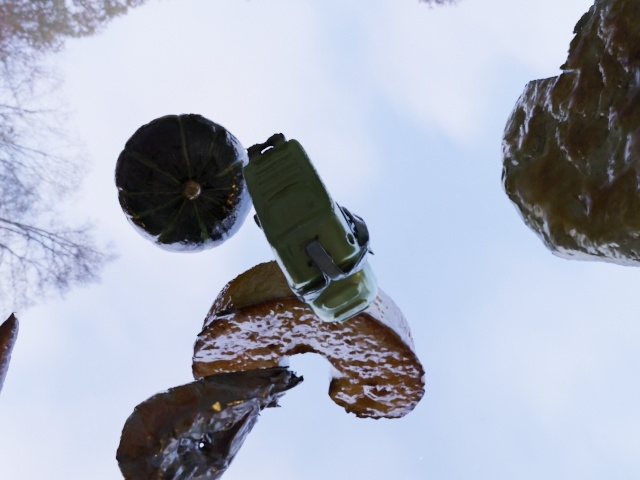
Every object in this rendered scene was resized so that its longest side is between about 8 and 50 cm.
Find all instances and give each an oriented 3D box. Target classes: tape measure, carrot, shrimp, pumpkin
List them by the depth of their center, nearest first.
[{"bbox_3d":[0.000,0.000,0.577,0.106,0.175,0.200,-31,-136,2],"label":"tape measure"},{"bbox_3d":[-0.444,0.203,0.697,0.057,0.057,0.224,6,-109,19],"label":"carrot"},{"bbox_3d":[-0.146,0.278,0.792,0.062,0.316,0.164,7,-76,48],"label":"shrimp"},{"bbox_3d":[-0.308,-0.131,1.219,0.323,0.323,0.241,-52,-149,-4],"label":"pumpkin"}]

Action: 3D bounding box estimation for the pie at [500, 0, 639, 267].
[{"bbox_3d":[0.290,-0.133,0.487,0.075,0.337,0.338,11,-108,-17],"label":"pie"}]

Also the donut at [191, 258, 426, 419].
[{"bbox_3d":[-0.018,0.184,1.001,0.434,0.378,0.163,4,-137,0],"label":"donut"}]
